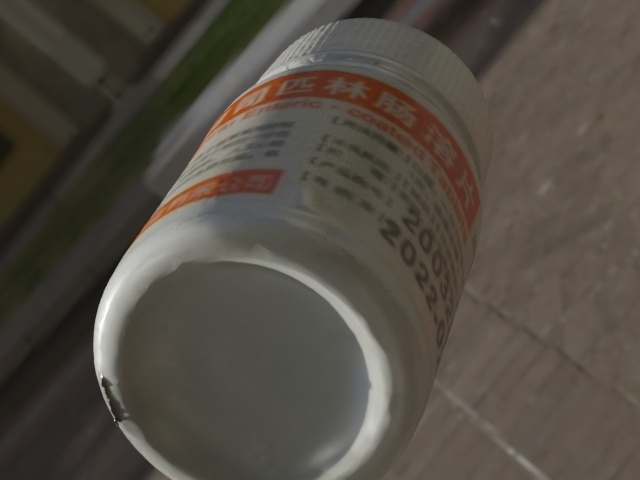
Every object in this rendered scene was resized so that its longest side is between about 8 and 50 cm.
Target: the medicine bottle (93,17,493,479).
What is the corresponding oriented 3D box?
[{"bbox_3d":[0.000,0.000,0.807,0.144,0.144,0.252,-44,8,27],"label":"medicine bottle"}]
